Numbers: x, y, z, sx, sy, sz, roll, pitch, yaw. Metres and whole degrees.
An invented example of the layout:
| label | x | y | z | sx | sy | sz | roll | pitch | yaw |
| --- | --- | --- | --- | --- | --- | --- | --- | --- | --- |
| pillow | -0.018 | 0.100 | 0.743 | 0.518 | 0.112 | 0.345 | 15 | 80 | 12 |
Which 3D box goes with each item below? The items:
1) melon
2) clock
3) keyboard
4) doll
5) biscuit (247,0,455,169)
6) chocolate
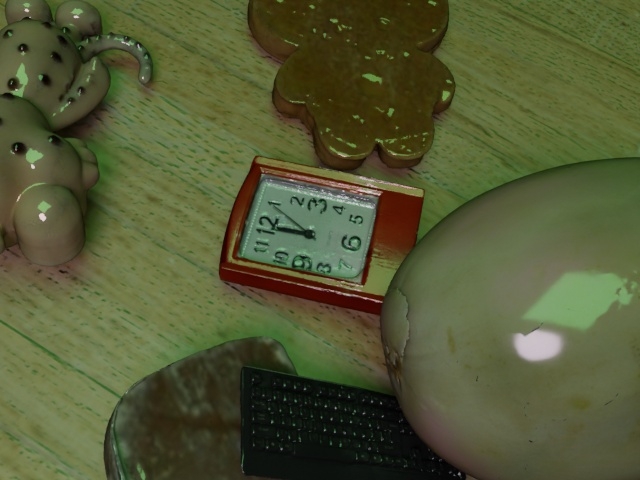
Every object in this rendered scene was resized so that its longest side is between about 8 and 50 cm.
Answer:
| label | x | y | z | sx | sy | sz | roll | pitch | yaw |
| --- | --- | --- | --- | --- | --- | --- | --- | --- | --- |
| melon | 0.198 | 0.055 | 0.533 | 0.316 | 0.223 | 0.223 | -11 | 66 | -12 |
| clock | 0.000 | 0.000 | 0.628 | 0.155 | 0.061 | 0.113 | 13 | 62 | 3 |
| keyboard | 0.030 | 0.138 | 0.535 | 0.196 | 0.015 | 0.074 | 18 | 49 | -30 |
| doll | -0.240 | -0.098 | 0.622 | 0.154 | 0.119 | 0.278 | 13 | 53 | -2 |
| biscuit | 0.036 | -0.191 | 0.736 | 0.202 | 0.044 | 0.289 | -7 | 66 | -10 |
| chocolate | -0.047 | 0.202 | 0.500 | 0.157 | 0.080 | 0.254 | -18 | 72 | -42 |
